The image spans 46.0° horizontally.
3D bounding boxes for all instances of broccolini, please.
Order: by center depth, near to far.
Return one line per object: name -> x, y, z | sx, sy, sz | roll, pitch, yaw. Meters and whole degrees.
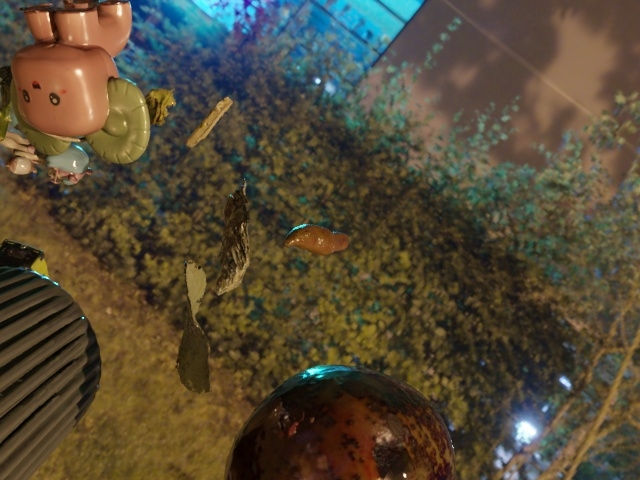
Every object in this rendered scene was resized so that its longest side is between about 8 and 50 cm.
broccolini -> -0.657, -0.279, 1.590 | 0.058, 0.216, 0.067 | 25, 45, -8

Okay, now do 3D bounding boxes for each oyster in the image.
oyster -> -0.203, -0.014, 1.860 | 0.087, 0.252, 0.199 | 7, 30, -14

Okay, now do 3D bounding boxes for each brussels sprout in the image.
brussels sprout -> -0.340, -0.277, 1.566 | 0.058, 0.085, 0.085 | 8, 20, -37

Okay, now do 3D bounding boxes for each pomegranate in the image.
pomegranate -> 0.044, 0.314, 0.849 | 0.285, 0.285, 0.340 | 38, 12, -49

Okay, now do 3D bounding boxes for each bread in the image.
bread -> -0.274, -0.290, 1.853 | 0.028, 0.154, 0.068 | 45, 38, -6

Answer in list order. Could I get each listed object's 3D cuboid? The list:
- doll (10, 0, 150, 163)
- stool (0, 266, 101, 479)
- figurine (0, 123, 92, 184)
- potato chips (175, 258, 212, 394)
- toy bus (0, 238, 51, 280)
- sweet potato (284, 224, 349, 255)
doll -> -0.418, -0.273, 1.315 | 0.284, 0.268, 0.216 | 10, 27, 20
stool -> -0.442, 0.192, 0.887 | 0.297, 0.297, 0.330 | 39, 17, 1
figurine -> -0.706, -0.219, 1.870 | 0.260, 0.103, 0.205 | 25, 12, 0
potato chips -> -0.231, 0.162, 1.381 | 0.059, 0.228, 0.167 | 2, -29, -17
toy bus -> -0.796, 0.138, 1.878 | 0.128, 0.262, 0.150 | 17, -38, 12
sweet potato -> 0.000, 0.000, 1.603 | 0.067, 0.067, 0.274 | 39, 16, 24
